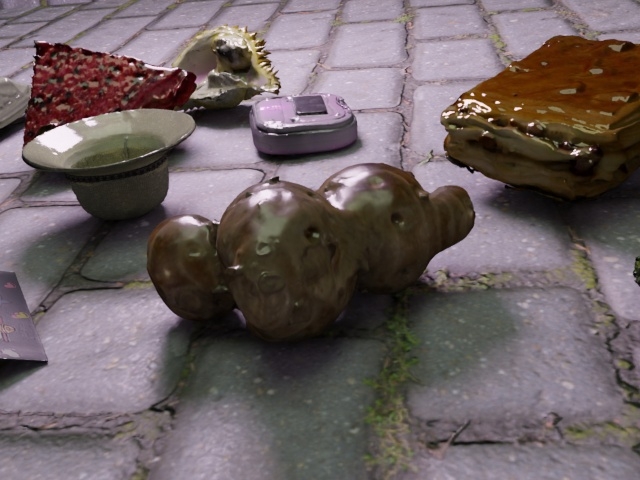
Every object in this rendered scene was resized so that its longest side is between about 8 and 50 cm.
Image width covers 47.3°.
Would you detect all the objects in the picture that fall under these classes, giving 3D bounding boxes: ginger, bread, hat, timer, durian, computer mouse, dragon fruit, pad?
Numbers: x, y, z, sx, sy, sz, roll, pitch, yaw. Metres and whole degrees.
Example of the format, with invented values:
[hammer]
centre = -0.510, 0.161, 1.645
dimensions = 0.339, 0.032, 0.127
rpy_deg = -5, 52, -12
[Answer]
[ginger]
centre = 0.000, 0.000, 0.830
dimensions = 0.375, 0.176, 0.256
rpy_deg = -17, 14, -20
[bread]
centre = 0.372, -0.168, 1.068
dimensions = 0.278, 0.167, 0.325
rpy_deg = 22, 48, 41
[hat]
centre = -0.309, -0.102, 1.121
dimensions = 0.257, 0.130, 0.257
rpy_deg = -4, 28, 2
[timer]
centre = -0.035, -0.221, 1.357
dimensions = 0.191, 0.069, 0.208
rpy_deg = -7, 27, -7
[durian]
centre = -0.198, -0.343, 1.497
dimensions = 0.306, 0.172, 0.166
rpy_deg = 6, 34, 32
[computer mouse]
centre = -0.772, -0.256, 1.503
dimensions = 0.228, 0.145, 0.429
rpy_deg = 1, 16, 29
[dragon fruit]
centre = -0.390, -0.261, 1.329
dimensions = 0.330, 0.240, 0.302
rpy_deg = -9, 46, 9
[pad]
centre = -0.428, 0.077, 0.860
dimensions = 0.170, 0.006, 0.245
rpy_deg = 10, 16, -34

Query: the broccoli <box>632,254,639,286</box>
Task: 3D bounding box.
[broccoli]
centre = 0.449, -0.075, 0.702
dimensions = 0.252, 0.361, 0.221
rpy_deg = 23, 6, -29
